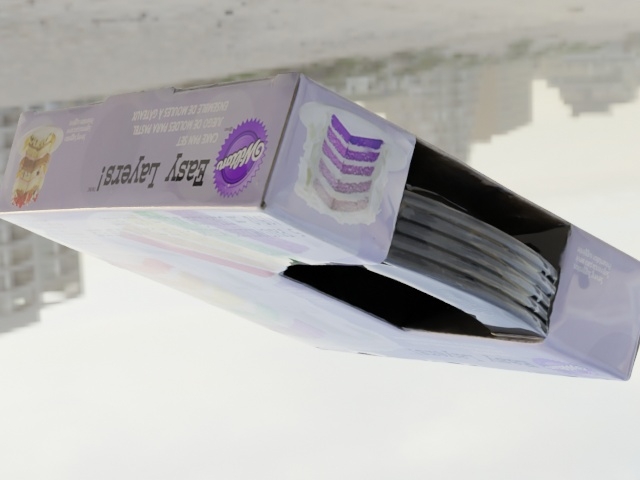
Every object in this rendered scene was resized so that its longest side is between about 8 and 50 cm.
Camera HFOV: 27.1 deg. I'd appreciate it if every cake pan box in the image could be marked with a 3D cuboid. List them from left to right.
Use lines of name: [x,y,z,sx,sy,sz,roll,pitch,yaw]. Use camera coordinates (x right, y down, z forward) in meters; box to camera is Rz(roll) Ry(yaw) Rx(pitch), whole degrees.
cake pan box: [0.000,0.000,0.680,0.245,0.070,0.267,23,166,-37]
